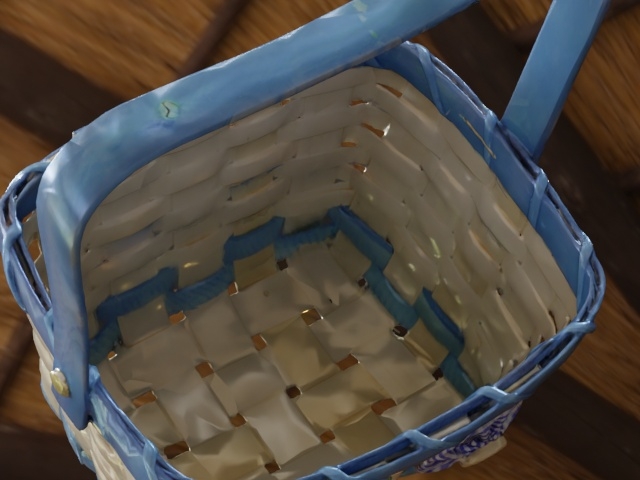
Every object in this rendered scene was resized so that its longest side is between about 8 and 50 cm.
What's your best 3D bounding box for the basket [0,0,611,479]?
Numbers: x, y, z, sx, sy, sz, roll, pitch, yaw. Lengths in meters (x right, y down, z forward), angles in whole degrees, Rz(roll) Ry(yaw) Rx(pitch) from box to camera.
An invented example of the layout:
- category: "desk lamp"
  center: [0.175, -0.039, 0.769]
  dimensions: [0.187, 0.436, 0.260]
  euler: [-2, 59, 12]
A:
- category: "basket"
  center: [0.000, 0.000, 0.768]
  dimensions: [0.255, 0.289, 0.201]
  euler: [-28, -119, -23]
